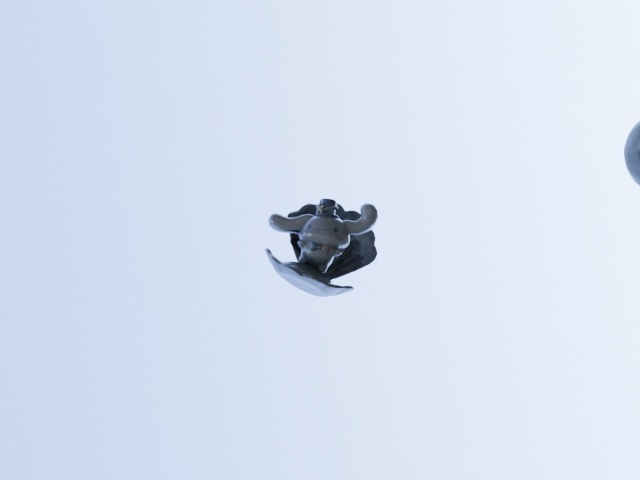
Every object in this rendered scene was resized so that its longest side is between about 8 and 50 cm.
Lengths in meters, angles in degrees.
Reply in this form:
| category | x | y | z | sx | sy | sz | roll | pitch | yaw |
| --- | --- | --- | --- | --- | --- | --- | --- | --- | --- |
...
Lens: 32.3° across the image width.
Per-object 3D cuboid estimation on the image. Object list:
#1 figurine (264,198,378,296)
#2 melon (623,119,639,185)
| category | x | y | z | sx | sy | sz | roll | pitch | yaw |
| --- | --- | --- | --- | --- | --- | --- | --- | --- | --- |
| figurine | 0.000 | 0.000 | 0.928 | 0.094 | 0.082 | 0.086 | 25 | -100 | 8 |
| melon | 0.382 | -0.097 | 1.152 | 0.098 | 0.131 | 0.098 | 36 | -136 | -45 |
